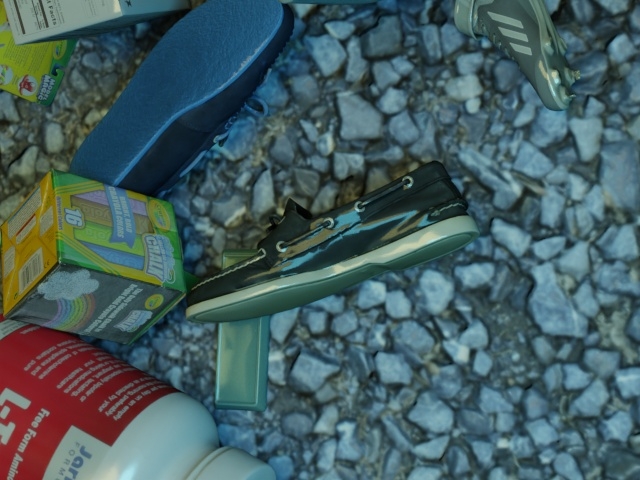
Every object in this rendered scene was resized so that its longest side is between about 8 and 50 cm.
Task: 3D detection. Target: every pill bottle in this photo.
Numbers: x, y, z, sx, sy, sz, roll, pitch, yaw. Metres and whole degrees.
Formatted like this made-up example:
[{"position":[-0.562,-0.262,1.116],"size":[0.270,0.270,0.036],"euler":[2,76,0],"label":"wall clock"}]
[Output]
[{"position":[-0.265,0.242,1.363],"size":[0.408,0.229,0.229],"euler":[23,91,21],"label":"pill bottle"}]

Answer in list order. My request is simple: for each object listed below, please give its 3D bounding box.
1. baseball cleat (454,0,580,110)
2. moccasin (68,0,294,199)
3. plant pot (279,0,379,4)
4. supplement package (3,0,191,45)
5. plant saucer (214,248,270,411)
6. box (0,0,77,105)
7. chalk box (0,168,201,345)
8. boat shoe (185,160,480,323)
[{"position":[0.212,-0.225,1.346],"size":[0.109,0.072,0.205],"euler":[-22,71,30],"label":"baseball cleat"},{"position":[-0.158,-0.164,1.442],"size":[0.342,0.117,0.137],"euler":[-40,60,16],"label":"moccasin"},{"position":[0.078,-0.401,1.296],"size":[0.248,0.252,0.247],"euler":[-30,74,33],"label":"plant pot"},{"position":[-0.284,-0.378,1.426],"size":[0.145,0.204,0.261],"euler":[-11,99,19],"label":"supplement package"},{"position":[-0.093,0.104,1.432],"size":[0.067,0.018,0.192],"euler":[0,82,20],"label":"plant saucer"},{"position":[-0.405,-0.247,1.528],"size":[0.043,0.179,0.105],"euler":[24,90,60],"label":"box"},{"position":[-0.242,0.027,1.400],"size":[0.132,0.213,0.132],"euler":[-40,49,35],"label":"chalk box"},{"position":[-0.001,-0.001,1.354],"size":[0.340,0.127,0.113],"euler":[-20,76,15],"label":"boat shoe"}]
